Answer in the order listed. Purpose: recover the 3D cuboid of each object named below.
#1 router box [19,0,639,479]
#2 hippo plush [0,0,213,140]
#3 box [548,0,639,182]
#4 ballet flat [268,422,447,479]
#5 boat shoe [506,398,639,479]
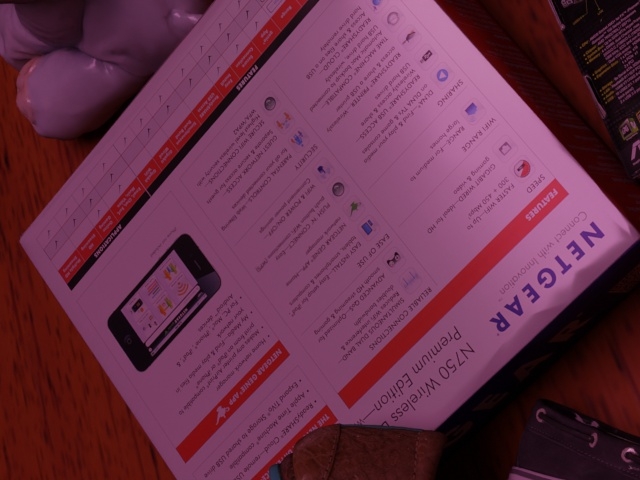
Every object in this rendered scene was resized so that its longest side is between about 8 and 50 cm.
[{"bbox_3d":[0.000,0.000,0.915,0.335,0.082,0.301,-46,67,23],"label":"router box"},{"bbox_3d":[-0.218,-0.195,1.103,0.234,0.236,0.294,-48,52,22],"label":"hippo plush"},{"bbox_3d":[0.225,-0.153,0.831,0.191,0.045,0.184,-37,54,30],"label":"box"},{"bbox_3d":[0.075,0.259,0.798,0.124,0.116,0.342,-17,83,1],"label":"ballet flat"},{"bbox_3d":[0.197,0.122,0.765,0.228,0.080,0.076,3,82,50],"label":"boat shoe"}]
